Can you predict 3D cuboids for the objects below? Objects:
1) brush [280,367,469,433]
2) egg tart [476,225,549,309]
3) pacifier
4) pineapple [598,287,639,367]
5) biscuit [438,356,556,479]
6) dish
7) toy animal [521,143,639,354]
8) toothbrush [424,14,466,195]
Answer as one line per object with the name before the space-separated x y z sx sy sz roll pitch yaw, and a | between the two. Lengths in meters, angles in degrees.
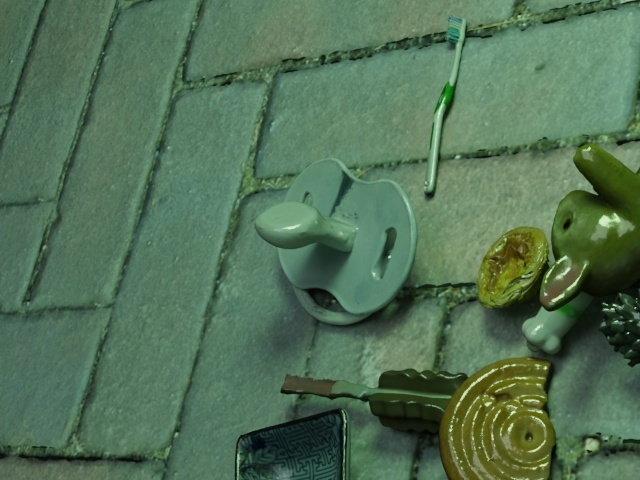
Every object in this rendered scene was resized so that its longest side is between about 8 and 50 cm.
brush | 0.068 0.208 2.016 0.301 0.071 0.084 0 53 38
egg tart | 0.256 0.040 1.971 0.130 0.052 0.130 -39 30 29
pacifier | 0.000 0.000 2.107 0.279 0.207 0.227 24 97 45
pineapple | 0.437 0.131 1.720 0.278 0.158 0.158 17 75 52
biscuit | 0.218 0.240 1.861 0.144 0.033 0.224 6 60 10
dish | -0.023 0.360 1.979 0.182 0.080 0.243 -19 55 29
toy animal | 0.362 -0.026 1.847 0.363 0.181 0.180 -34 65 11
toothbrush | 0.183 -0.201 2.215 0.030 0.030 0.304 -8 61 35
